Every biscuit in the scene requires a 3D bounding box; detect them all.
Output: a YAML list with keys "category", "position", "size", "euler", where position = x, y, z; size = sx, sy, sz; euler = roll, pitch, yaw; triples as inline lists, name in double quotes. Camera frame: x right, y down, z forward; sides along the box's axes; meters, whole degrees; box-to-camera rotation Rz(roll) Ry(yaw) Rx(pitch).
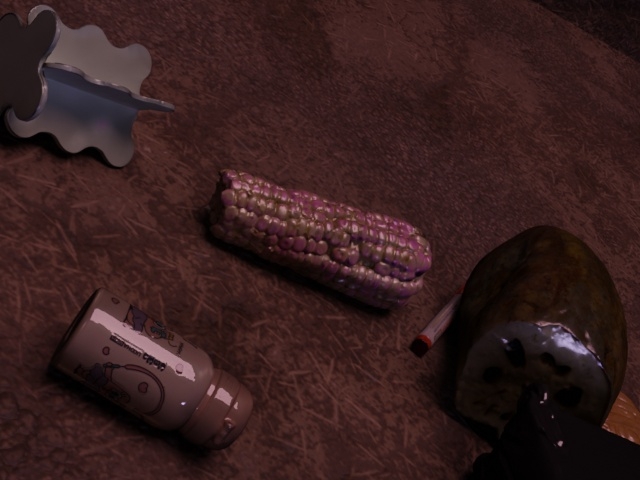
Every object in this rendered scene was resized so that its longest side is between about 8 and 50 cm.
- category: "biscuit"
  position: [0.478, 0.320, 1.809]
  size: [0.162, 0.035, 0.250]
  euler: [17, 40, -27]

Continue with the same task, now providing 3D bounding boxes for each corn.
- category: "corn"
  position: [0.001, -0.003, 1.617]
  size: [0.335, 0.127, 0.127]
  euler: [19, 37, -28]

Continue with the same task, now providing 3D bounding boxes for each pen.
- category: "pen"
  position: [0.186, 0.109, 1.759]
  size: [0.028, 0.028, 0.239]
  euler: [44, 32, 6]

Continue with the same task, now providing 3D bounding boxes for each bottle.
- category: "bottle"
  position: [-0.170, 0.141, 1.271]
  size: [0.209, 0.097, 0.110]
  euler: [34, 15, -13]

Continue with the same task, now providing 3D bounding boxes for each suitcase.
- category: "suitcase"
  position: [0.367, 0.369, 1.431]
  size: [0.345, 0.188, 0.339]
  euler: [27, 20, -24]

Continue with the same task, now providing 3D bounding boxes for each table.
- category: "table"
  position: [-0.299, -0.189, 1.506]
  size: [0.198, 0.166, 0.167]
  euler: [17, 37, -47]

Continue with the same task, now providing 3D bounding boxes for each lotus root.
- category: "lotus root"
  position: [0.309, 0.121, 1.685]
  size: [0.250, 0.250, 0.346]
  euler: [35, 28, -9]
